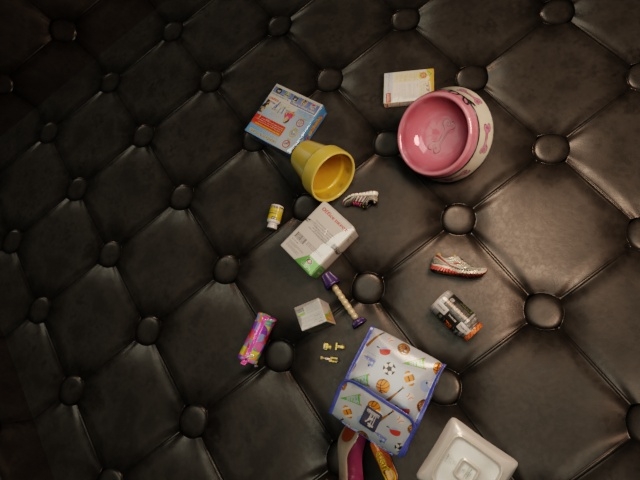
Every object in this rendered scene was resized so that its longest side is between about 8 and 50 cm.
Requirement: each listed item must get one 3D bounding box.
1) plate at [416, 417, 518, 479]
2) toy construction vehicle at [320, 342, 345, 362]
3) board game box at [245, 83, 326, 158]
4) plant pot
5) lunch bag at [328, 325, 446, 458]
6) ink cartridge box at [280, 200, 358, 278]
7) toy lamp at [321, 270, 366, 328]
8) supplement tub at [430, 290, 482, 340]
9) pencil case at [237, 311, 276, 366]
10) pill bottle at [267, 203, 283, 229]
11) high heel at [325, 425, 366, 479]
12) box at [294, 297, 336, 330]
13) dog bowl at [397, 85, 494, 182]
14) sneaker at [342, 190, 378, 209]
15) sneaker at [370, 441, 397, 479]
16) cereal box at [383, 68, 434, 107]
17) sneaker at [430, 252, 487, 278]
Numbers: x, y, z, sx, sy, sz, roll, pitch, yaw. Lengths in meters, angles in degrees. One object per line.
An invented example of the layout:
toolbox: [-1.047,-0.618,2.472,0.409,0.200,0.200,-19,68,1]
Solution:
plate: [0.546,0.866,1.570,0.278,0.045,0.277,32,86,21]
toy construction vehicle: [0.052,0.483,1.812,0.098,0.035,0.085,7,77,17]
board game box: [-0.177,-0.607,2.146,0.308,0.086,0.302,32,85,20]
plant pot: [-0.009,-0.346,1.957,0.254,0.254,0.239,-47,54,-1]
lunch bag: [0.254,0.577,1.615,0.328,0.239,0.385,27,79,20]
ink cartridge box: [0.000,0.000,1.912,0.289,0.121,0.211,-45,69,0]
toy lamp: [0.096,0.257,1.842,0.080,0.080,0.274,-34,71,4]
supplement tub: [0.547,0.304,1.685,0.117,0.117,0.190,-44,68,0]
pencil case: [-0.285,0.443,1.881,0.104,0.104,0.236,20,80,19]
pill bottle: [-0.222,-0.113,2.034,0.065,0.065,0.116,10,79,17]
high heel: [0.150,0.876,1.670,0.181,0.127,0.377,32,74,-17]
box: [-0.019,0.324,1.785,0.114,0.203,0.103,-23,71,6]
dog bowl: [0.506,-0.446,1.774,0.408,0.150,0.407,11,107,40]
sneaker: [0.188,-0.178,1.941,0.171,0.063,0.074,-11,66,7]
sneaker: [0.251,0.864,1.638,0.064,0.067,0.175,-33,68,6]
cereal box: [0.429,-0.742,2.040,0.240,0.047,0.173,0,75,16]
sneaker: [0.579,0.102,1.748,0.225,0.088,0.092,10,77,17]
